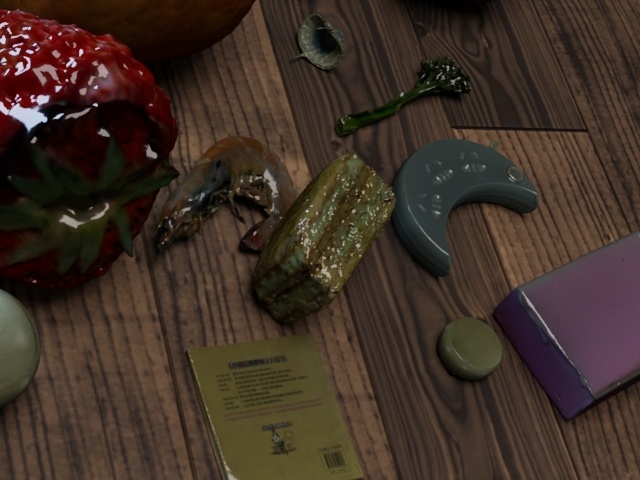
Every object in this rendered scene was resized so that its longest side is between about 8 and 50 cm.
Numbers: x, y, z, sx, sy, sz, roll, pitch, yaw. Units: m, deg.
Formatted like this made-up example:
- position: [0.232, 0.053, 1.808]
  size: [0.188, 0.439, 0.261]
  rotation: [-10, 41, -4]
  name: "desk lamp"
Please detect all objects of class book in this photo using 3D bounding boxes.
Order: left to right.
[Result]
- position: [-0.052, 0.200, 1.402]
  size: [0.168, 0.013, 0.192]
  rotation: [-5, 61, -29]
  name: "book"

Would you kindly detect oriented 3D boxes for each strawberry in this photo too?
- position: [-0.300, -0.114, 1.338]
  size: [0.292, 0.291, 0.310]
  rotation: [5, 40, -23]
  name: "strawberry"

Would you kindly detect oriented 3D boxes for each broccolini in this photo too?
- position: [0.120, -0.210, 1.739]
  size: [0.071, 0.057, 0.254]
  rotation: [16, 31, 42]
  name: "broccolini"

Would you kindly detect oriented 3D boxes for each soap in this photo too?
- position: [0.378, 0.110, 1.628]
  size: [0.259, 0.081, 0.181]
  rotation: [-23, 69, -34]
  name: "soap"

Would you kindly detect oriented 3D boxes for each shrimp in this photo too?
- position: [-0.115, -0.041, 1.513]
  size: [0.143, 0.052, 0.251]
  rotation: [45, 51, -1]
  name: "shrimp"

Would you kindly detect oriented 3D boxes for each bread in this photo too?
- position: [0.000, 0.000, 1.477]
  size: [0.102, 0.138, 0.196]
  rotation: [38, 52, -6]
  name: "bread"

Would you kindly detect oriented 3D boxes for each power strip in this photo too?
- position: [0.192, -0.065, 1.674]
  size: [0.167, 0.054, 0.253]
  rotation: [48, 52, 9]
  name: "power strip"

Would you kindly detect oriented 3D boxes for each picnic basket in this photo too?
- position: [-0.002, -0.281, 1.725]
  size: [0.083, 0.065, 0.083]
  rotation: [56, 31, 5]
  name: "picnic basket"

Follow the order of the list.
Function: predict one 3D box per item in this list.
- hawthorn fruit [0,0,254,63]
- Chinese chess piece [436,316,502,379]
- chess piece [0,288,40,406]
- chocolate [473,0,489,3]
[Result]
- position: [-0.242, -0.455, 1.488]
  size: [0.472, 0.472, 0.471]
  rotation: [13, 54, -18]
  name: "hawthorn fruit"
- position: [0.190, 0.137, 1.550]
  size: [0.084, 0.034, 0.084]
  rotation: [14, 52, -19]
  name: "Chinese chess piece"
- position: [-0.424, 0.145, 1.176]
  size: [0.330, 0.182, 0.182]
  rotation: [-27, 73, -43]
  name: "chess piece"
- position: [0.231, -0.515, 1.898]
  size: [0.210, 0.225, 0.340]
  rotation: [18, 52, -30]
  name: "chocolate"
